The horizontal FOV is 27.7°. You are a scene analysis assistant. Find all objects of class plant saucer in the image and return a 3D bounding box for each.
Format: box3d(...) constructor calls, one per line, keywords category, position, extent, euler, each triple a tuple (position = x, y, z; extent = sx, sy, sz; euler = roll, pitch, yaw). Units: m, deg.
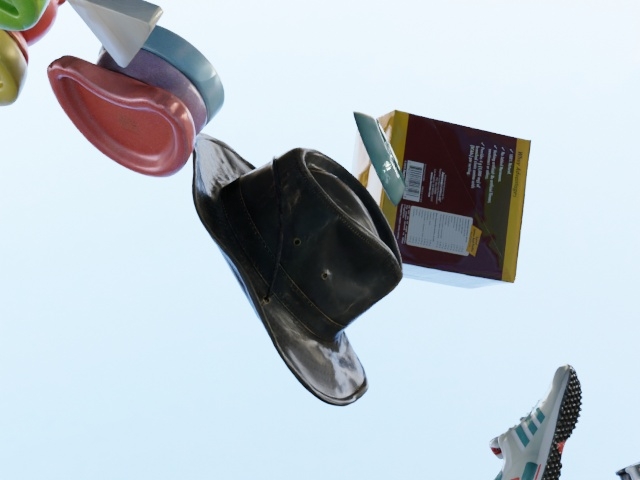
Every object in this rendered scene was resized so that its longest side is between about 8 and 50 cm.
box3d(category="plant saucer", position=(0.070, -0.096, 1.467), extent=(0.021, 0.119, 0.119), euler=(-23, -159, 9))

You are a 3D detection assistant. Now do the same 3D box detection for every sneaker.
box3d(category="sneaker", position=(0.208, 0.191, 1.291), extent=(0.075, 0.057, 0.161), euler=(5, -121, 30))

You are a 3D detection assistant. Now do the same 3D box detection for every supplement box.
box3d(category="supplement box", position=(0.147, -0.048, 1.668), extent=(0.194, 0.191, 0.129), euler=(11, 171, -19))

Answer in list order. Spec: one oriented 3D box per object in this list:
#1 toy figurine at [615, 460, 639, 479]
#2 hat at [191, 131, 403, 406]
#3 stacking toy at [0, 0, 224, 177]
box3d(category="toy figurine", position=(0.516, 0.345, 1.746), extent=(0.213, 0.148, 0.209), euler=(-21, 167, 2))
box3d(category="hat", position=(0.000, 0.000, 1.361), extent=(0.134, 0.331, 0.331), euler=(-31, -161, 12))
box3d(category="stacking toy", position=(-0.226, -0.215, 1.206), extent=(0.309, 0.279, 0.130), euler=(26, -118, 7))
